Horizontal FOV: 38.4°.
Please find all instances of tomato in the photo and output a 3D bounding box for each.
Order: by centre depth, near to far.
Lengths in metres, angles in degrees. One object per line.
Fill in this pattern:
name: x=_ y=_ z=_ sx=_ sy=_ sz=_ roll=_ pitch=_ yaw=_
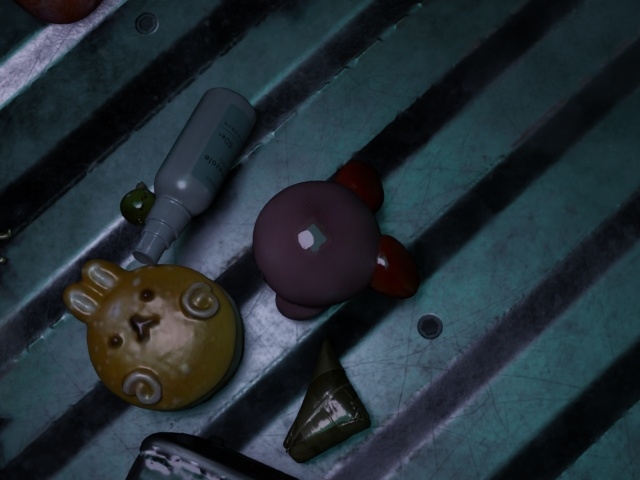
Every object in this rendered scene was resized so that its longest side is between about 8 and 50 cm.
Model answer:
tomato: x=-0.489 y=-0.518 z=1.723 sx=0.232 sy=0.189 sz=0.232 roll=3 pitch=96 yaw=32

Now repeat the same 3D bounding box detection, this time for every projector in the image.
projector: x=-0.100 y=0.463 z=1.401 sx=0.395 sy=0.405 sz=0.242 roll=21 pitch=80 yaw=8

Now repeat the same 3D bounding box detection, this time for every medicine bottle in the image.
medicine bottle: x=-0.229 y=-0.109 z=1.616 sx=0.110 sy=0.110 sz=0.351 roll=21 pitch=62 yaw=7

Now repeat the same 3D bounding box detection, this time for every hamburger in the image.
hamburger: x=-0.284 y=0.150 z=1.585 sx=0.261 sy=0.186 sz=0.303 roll=-44 pitch=78 yaw=-6

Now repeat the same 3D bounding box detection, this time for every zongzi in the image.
zongzi: x=-0.016 y=0.282 z=1.603 sx=0.160 sy=0.078 sz=0.176 roll=-29 pitch=69 yaw=-2

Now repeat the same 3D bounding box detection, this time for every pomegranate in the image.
pomegranate: x=-0.336 y=-0.066 z=1.693 sx=0.073 sy=0.073 sz=0.084 roll=-42 pitch=42 yaw=-5

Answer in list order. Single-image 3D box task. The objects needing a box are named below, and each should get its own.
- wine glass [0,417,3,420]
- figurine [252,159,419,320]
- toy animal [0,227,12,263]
wine glass: x=-0.640 y=0.394 z=1.595 sx=0.111 sy=0.111 sz=0.204 roll=16 pitch=79 yaw=6
figurine: x=0.006 y=-0.004 z=1.569 sx=0.261 sy=0.211 sz=0.269 roll=-21 pitch=72 yaw=5
toy animal: x=-0.605 y=0.026 z=1.675 sx=0.086 sy=0.069 sz=0.219 roll=-3 pitch=53 yaw=-25
